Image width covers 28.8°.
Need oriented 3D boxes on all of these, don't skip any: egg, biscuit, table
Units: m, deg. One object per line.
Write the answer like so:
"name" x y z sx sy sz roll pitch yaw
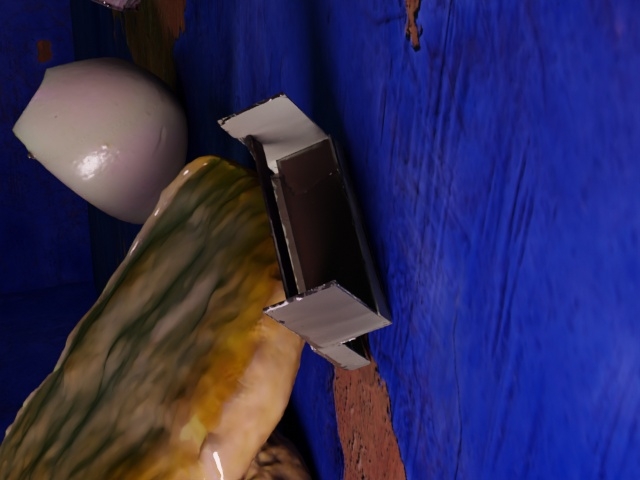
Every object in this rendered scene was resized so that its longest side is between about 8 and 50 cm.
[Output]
"egg" -0.250 -0.144 1.621 0.206 0.162 0.271 46 -166 11
"biscuit" -0.142 0.132 1.119 0.429 0.104 0.446 -57 24 -3
"table" 0.000 0.000 0.885 0.175 0.063 0.146 39 -146 -62

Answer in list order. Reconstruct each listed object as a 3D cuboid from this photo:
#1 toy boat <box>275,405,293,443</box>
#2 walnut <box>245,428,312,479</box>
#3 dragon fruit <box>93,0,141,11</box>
"toy boat" -0.067 0.157 1.260 0.060 0.061 0.137 156 106 -75
"walnut" -0.076 0.255 1.155 0.155 0.156 0.184 97 153 -45
"dragon fruit" -0.267 -0.415 1.485 0.283 0.204 0.221 -60 -5 -77
